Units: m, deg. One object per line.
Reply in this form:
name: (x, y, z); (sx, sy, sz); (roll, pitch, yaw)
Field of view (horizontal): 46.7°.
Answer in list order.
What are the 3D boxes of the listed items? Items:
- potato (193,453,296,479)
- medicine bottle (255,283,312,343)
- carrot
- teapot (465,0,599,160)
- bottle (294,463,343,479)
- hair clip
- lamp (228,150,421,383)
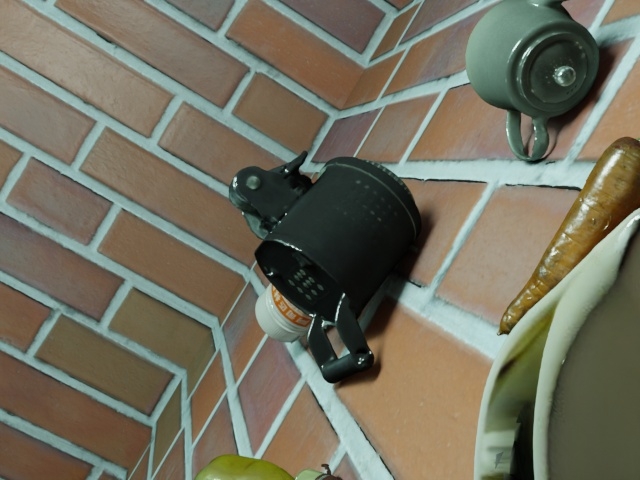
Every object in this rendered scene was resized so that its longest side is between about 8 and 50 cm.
potato: (-0.089, 0.368, 0.972); (0.157, 0.194, 0.157); (-45, -21, -22)
medicine bottle: (-0.019, 0.094, 1.443); (0.252, 0.145, 0.144); (-47, 17, 49)
carrot: (0.258, 0.004, 0.752); (0.247, 0.059, 0.059); (-60, 12, 15)
teapot: (0.292, -0.221, 0.978); (0.149, 0.163, 0.239); (-114, 30, -61)
bottle: (0.002, 0.340, 1.012); (0.101, 0.047, 0.063); (-26, 79, 61)
hair clip: (0.195, 0.130, 0.501); (0.282, 0.173, 0.113); (-71, 20, 1)
lamp: (0.043, 0.004, 1.229); (0.272, 0.374, 0.205); (-30, -7, -23)
